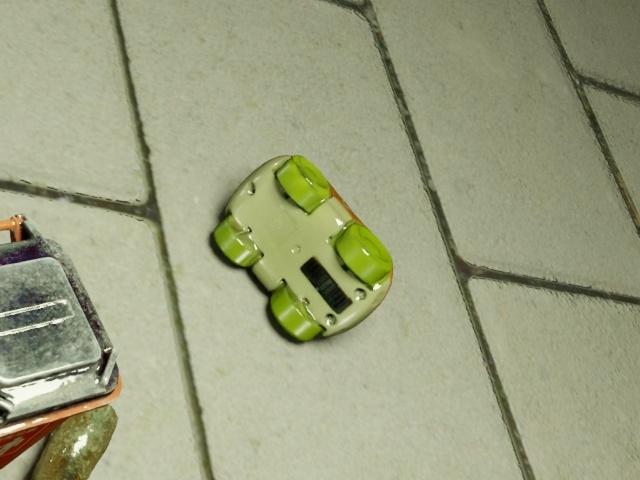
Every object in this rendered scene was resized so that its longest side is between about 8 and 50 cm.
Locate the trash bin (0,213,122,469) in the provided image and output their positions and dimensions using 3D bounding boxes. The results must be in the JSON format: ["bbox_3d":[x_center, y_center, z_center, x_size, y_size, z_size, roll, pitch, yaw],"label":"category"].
[{"bbox_3d":[-0.304,0.109,1.093,0.161,0.239,0.184,-13,69,-45],"label":"trash bin"}]

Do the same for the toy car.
[{"bbox_3d":[0.000,0.000,1.573,0.235,0.145,0.235,42,19,-19],"label":"toy car"}]

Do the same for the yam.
[{"bbox_3d":[-0.251,0.248,1.164,0.061,0.061,0.253,35,41,-14],"label":"yam"}]
